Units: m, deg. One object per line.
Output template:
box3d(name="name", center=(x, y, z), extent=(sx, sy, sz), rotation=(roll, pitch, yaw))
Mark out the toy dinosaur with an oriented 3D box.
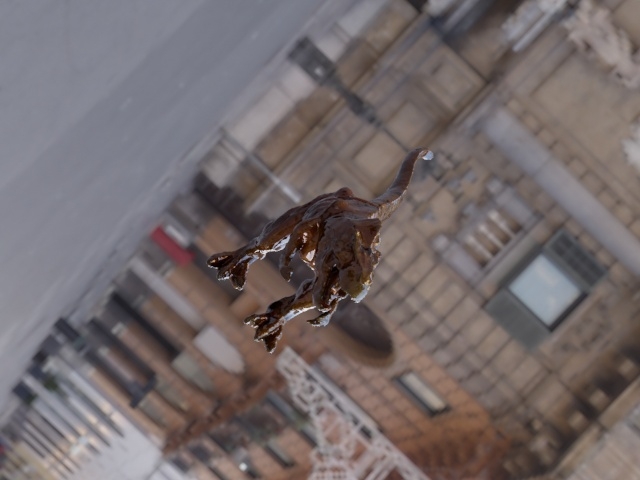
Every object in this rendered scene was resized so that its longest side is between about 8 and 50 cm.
box3d(name="toy dinosaur", center=(0.000, 0.000, 1.195), extent=(0.208, 0.097, 0.432), rotation=(-34, -169, 16))
